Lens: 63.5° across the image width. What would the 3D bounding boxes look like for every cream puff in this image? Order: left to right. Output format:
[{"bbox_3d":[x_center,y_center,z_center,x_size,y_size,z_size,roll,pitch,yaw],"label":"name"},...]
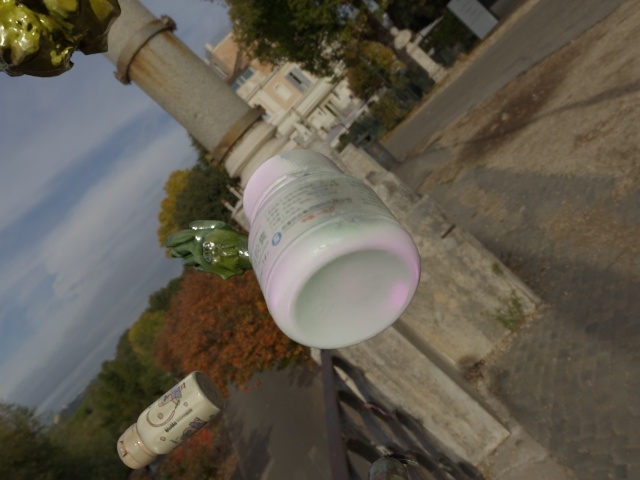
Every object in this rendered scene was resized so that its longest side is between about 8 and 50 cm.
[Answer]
[{"bbox_3d":[-0.637,-0.515,1.125,0.378,0.379,0.275,-42,39,44],"label":"cream puff"}]

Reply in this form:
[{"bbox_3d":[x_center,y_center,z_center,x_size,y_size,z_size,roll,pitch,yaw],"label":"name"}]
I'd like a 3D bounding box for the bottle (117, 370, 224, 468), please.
[{"bbox_3d":[-0.294,0.356,1.011,0.209,0.097,0.110,-38,-30,1],"label":"bottle"}]

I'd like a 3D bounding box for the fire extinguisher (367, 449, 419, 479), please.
[{"bbox_3d":[0.118,0.422,0.825,0.089,0.072,0.267,-3,13,8],"label":"fire extinguisher"}]

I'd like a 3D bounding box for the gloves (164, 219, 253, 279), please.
[{"bbox_3d":[-0.221,0.020,1.148,0.107,0.269,0.135,65,-150,-66],"label":"gloves"}]

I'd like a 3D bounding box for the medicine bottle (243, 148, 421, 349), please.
[{"bbox_3d":[0.000,0.000,0.859,0.241,0.241,0.301,-47,38,14],"label":"medicine bottle"}]
